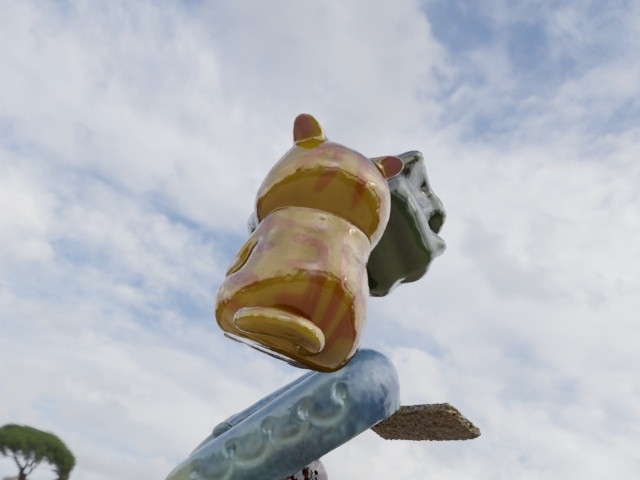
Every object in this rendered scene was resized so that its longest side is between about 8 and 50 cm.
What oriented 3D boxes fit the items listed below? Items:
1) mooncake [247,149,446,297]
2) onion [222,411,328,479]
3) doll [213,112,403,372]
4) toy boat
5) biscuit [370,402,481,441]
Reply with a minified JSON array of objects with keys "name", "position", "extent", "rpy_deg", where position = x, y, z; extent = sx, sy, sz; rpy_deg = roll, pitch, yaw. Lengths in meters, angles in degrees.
[{"name":"mooncake","position":[0.048,-0.014,1.043],"extent":[0.351,0.351,0.187],"rpy_deg":[-12,-71,31]},{"name":"onion","position":[-0.116,0.487,1.278],"extent":[0.280,0.281,0.221],"rpy_deg":[16,-14,-2]},{"name":"doll","position":[-0.012,0.014,0.671],"extent":[0.166,0.270,0.162],"rpy_deg":[28,-35,-27]},{"name":"toy boat","position":[-0.054,0.231,0.825],"extent":[0.329,0.123,0.215],"rpy_deg":[-27,-7,2]},{"name":"biscuit","position":[0.181,0.354,1.190],"extent":[0.230,0.025,0.131],"rpy_deg":[-17,-48,41]}]
